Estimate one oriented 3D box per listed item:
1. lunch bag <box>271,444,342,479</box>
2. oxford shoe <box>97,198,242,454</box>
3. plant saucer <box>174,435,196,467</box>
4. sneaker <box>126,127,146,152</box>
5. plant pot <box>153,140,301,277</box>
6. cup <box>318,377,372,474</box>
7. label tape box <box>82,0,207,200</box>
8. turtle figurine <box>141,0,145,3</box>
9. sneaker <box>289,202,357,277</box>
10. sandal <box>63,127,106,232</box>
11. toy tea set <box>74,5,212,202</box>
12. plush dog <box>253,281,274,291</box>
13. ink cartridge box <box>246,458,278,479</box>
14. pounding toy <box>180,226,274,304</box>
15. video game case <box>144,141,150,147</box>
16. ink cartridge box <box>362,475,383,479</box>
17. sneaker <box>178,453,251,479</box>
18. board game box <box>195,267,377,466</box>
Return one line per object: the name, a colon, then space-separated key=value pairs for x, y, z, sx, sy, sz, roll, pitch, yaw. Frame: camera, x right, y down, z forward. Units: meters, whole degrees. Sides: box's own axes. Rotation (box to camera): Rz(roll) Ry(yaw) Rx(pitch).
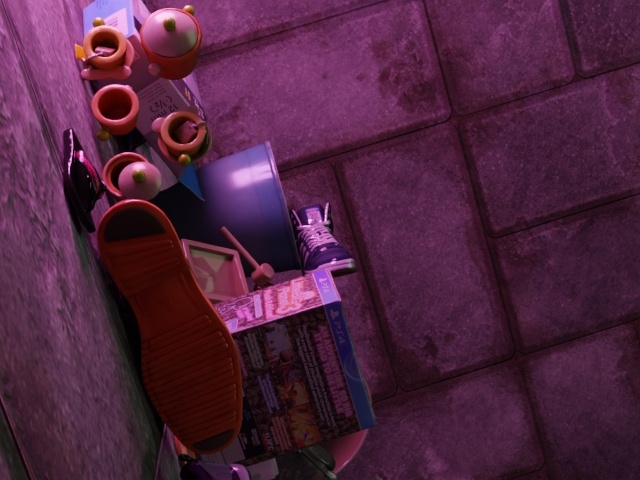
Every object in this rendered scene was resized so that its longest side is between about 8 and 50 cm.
lunch bag: x=-0.060 y=0.529 z=2.086 sx=0.256 sy=0.212 sz=0.305 roll=56 pitch=-5 yaw=7
oxford shoe: x=-0.195 y=0.112 z=1.321 sx=0.133 sy=0.130 sz=0.364 roll=-148 pitch=-139 yaw=-78
plant saucer: x=-0.193 y=0.311 z=1.407 sx=0.083 sy=0.013 sz=0.083 roll=162 pitch=-90 yaw=-87
sneaker: x=-0.360 y=-0.220 z=1.867 sx=0.073 sy=0.063 sz=0.162 roll=54 pitch=1 yaw=-19
plant pot: x=-0.195 y=-0.041 z=1.976 sx=0.271 sy=0.255 sz=0.272 roll=166 pitch=-90 yaw=-88
cup: x=-0.069 y=0.433 z=2.518 sx=0.237 sy=0.331 sz=0.331 roll=19 pitch=-49 yaw=54
label tape box: x=-0.291 y=-0.273 z=1.795 sx=0.348 sy=0.115 sz=0.249 roll=52 pitch=11 yaw=-36
turtle figurine: x=-0.402 y=-0.634 z=2.056 sx=0.198 sy=0.274 sz=0.266 roll=55 pitch=0 yaw=24
sneaker: x=0.000 y=0.000 z=1.976 sx=0.282 sy=0.099 sz=0.153 roll=177 pitch=-96 yaw=-80
sandal: x=-0.292 y=-0.083 z=1.213 sx=0.067 sy=0.040 sz=0.179 roll=75 pitch=-3 yaw=-46
toy tea set: x=-0.267 y=-0.218 z=1.494 sx=0.124 sy=0.200 sz=0.336 roll=104 pitch=-25 yaw=-70
plush dog: x=-0.134 y=0.200 z=1.884 sx=0.211 sy=0.225 sz=0.262 roll=76 pitch=-4 yaw=-58
ink cartridge box: x=-0.142 y=0.399 z=1.873 sx=0.090 sy=0.092 sz=0.143 roll=75 pitch=-3 yaw=-49
pounding toy: x=-0.190 y=0.069 z=1.808 sx=0.206 sy=0.094 sz=0.181 roll=14 pitch=45 yaw=-40
video game case: x=-0.406 y=-0.317 z=2.079 sx=0.212 sy=0.023 sz=0.193 roll=84 pitch=-11 yaw=-80
ink cartridge box: x=0.004 y=0.531 z=1.598 sx=0.115 sy=0.272 sz=0.198 roll=76 pitch=-4 yaw=-58
sneaker: x=-0.148 y=0.369 z=1.166 sx=0.083 sy=0.098 sz=0.224 roll=-50 pitch=-153 yaw=44
board game box: x=-0.085 y=0.210 z=1.553 sx=0.141 sy=0.291 sz=0.232 roll=-112 pitch=-174 yaw=-69
